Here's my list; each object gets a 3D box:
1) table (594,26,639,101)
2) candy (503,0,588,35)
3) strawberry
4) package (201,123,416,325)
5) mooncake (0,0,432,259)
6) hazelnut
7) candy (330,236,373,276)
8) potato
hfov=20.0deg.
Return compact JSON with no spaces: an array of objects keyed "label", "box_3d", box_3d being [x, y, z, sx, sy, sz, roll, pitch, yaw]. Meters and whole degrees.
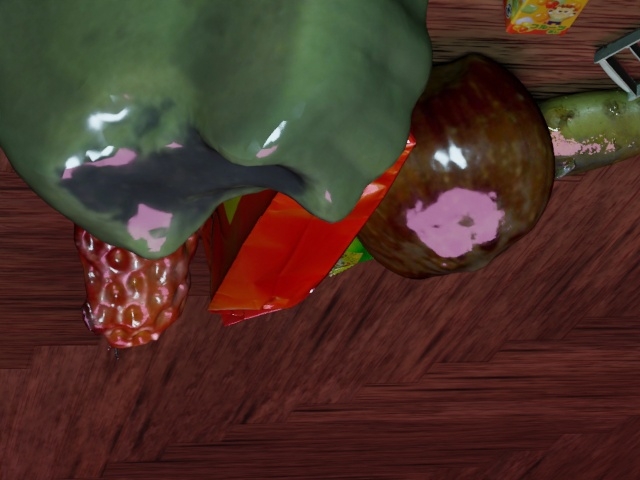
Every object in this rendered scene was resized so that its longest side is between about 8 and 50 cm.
[{"label":"table","box_3d":[0.382,-0.160,1.801,0.175,0.062,0.146,-28,122,32]},{"label":"candy","box_3d":[0.218,-0.237,1.682,0.062,0.038,0.122,1,154,-15]},{"label":"strawberry","box_3d":[-0.165,-0.067,1.692,0.150,0.280,0.253,-11,146,2]},{"label":"package","box_3d":[-0.025,-0.091,1.730,0.123,0.196,0.423,-2,150,-22]},{"label":"mooncake","box_3d":[-0.090,-0.157,1.421,0.351,0.351,0.187,-18,154,24]},{"label":"hazelnut","box_3d":[0.117,-0.069,1.827,0.218,0.218,0.234,13,151,-37]},{"label":"candy","box_3d":[0.000,0.001,2.157,0.102,0.032,0.178,-16,154,19]},{"label":"potato","box_3d":[0.278,-0.112,1.923,0.188,0.085,0.105,-12,158,0]}]
